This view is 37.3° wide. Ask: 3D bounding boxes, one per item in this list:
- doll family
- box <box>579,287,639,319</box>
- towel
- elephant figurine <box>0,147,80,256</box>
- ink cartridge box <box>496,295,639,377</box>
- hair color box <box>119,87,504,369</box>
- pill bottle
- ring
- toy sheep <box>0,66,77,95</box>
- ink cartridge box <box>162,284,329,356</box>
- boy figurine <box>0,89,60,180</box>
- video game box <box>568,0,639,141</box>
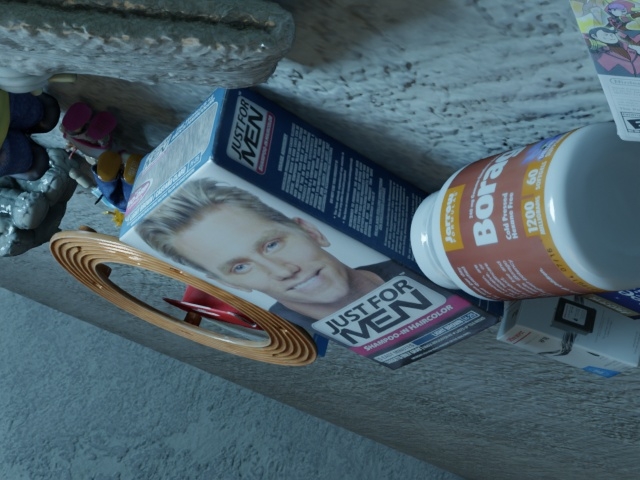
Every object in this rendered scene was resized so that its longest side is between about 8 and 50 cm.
[{"bbox_3d":[-0.190,-0.047,1.069,0.263,0.118,0.163,20,164,0],"label":"doll family"},{"bbox_3d":[0.289,0.030,0.907,0.136,0.037,0.225,22,165,-9],"label":"box"},{"bbox_3d":[-0.163,-0.142,0.653,0.282,0.049,0.187,4,-177,-8],"label":"towel"},{"bbox_3d":[-0.443,-0.095,1.215,0.239,0.186,0.169,31,-153,-1],"label":"elephant figurine"},{"bbox_3d":[0.272,0.098,1.102,0.180,0.060,0.104,19,165,3],"label":"ink cartridge box"},{"bbox_3d":[0.000,0.000,0.935,0.347,0.105,0.174,28,140,-26],"label":"hair color box"},{"bbox_3d":[0.165,-0.013,0.750,0.121,0.121,0.216,26,163,-21],"label":"pill bottle"},{"bbox_3d":[-0.156,0.065,1.111,0.336,0.032,0.336,19,160,7],"label":"ring"},{"bbox_3d":[-0.255,-0.169,0.810,0.091,0.091,0.132,17,145,11],"label":"toy sheep"},{"bbox_3d":[-0.094,0.089,1.314,0.134,0.078,0.231,9,166,33],"label":"ink cartridge box"},{"bbox_3d":[-0.354,-0.109,0.908,0.092,0.177,0.285,14,-176,12],"label":"boy figurine"},{"bbox_3d":[0.242,-0.106,0.489,0.205,0.048,0.187,9,163,32],"label":"video game box"}]
